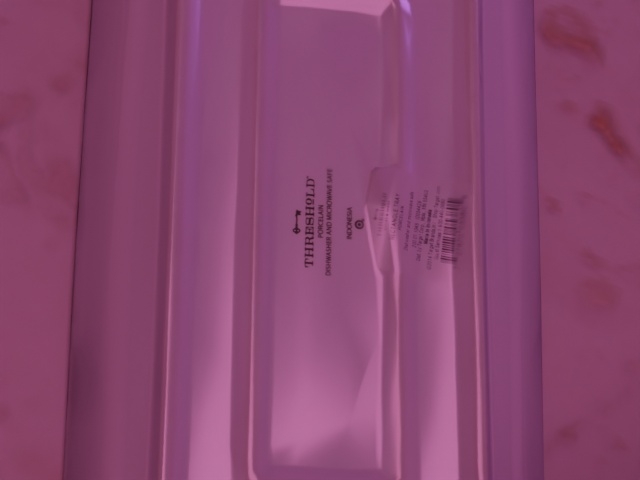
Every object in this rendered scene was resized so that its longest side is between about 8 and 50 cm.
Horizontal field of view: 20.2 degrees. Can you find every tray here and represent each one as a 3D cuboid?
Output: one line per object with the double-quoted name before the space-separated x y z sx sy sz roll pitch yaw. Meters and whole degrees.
"tray" 0.000 0.000 0.541 0.145 0.030 0.270 4 71 -10
